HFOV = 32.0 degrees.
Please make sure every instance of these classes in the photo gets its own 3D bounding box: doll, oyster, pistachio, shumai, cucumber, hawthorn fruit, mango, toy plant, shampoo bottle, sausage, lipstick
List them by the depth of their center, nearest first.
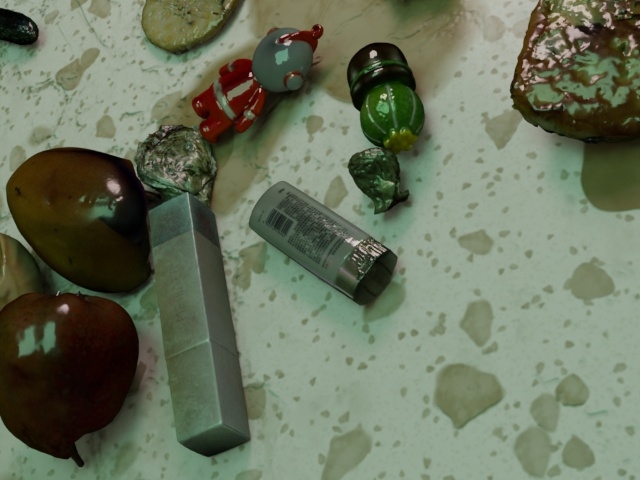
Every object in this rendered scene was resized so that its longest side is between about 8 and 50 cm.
[{"bbox_3d":[0.074,-0.073,1.492,0.083,0.082,0.081,-26,51,47],"label":"shumai"},{"bbox_3d":[0.000,0.000,1.505,0.227,0.056,0.086,33,85,39],"label":"shampoo bottle"},{"bbox_3d":[0.091,-0.191,1.530,0.092,0.093,0.162,-25,54,18],"label":"toy plant"},{"bbox_3d":[-0.170,0.109,1.537,0.076,0.080,0.372,-24,55,17],"label":"lipstick"},{"bbox_3d":[-0.351,0.192,1.544,0.208,0.208,0.248,-7,86,29],"label":"hawthorn fruit"},{"bbox_3d":[-0.091,-0.247,1.686,0.245,0.076,0.142,-34,53,16],"label":"doll"},{"bbox_3d":[-0.362,-0.045,1.692,0.287,0.152,0.201,22,75,36],"label":"mango"},{"bbox_3d":[-0.219,-0.115,1.705,0.124,0.064,0.177,-10,49,10],"label":"oyster"},{"bbox_3d":[-0.520,0.063,1.745,0.157,0.157,0.229,-53,38,-3],"label":"pistachio"},{"bbox_3d":[-0.283,-0.074,1.746,0.100,0.015,0.015,16,74,36],"label":"sausage"},{"bbox_3d":[-0.605,-0.407,2.099,0.245,0.067,0.067,13,73,34],"label":"cucumber"}]

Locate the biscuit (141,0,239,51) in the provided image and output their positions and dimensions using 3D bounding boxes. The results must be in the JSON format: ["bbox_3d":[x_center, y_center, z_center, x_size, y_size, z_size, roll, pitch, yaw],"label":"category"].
[{"bbox_3d":[-0.213,-0.412,1.876,0.219,0.033,0.220,-15,57,25],"label":"biscuit"}]

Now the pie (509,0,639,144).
[{"bbox_3d":[0.382,-0.253,1.388,0.308,0.085,0.308,-12,59,21],"label":"pie"}]
